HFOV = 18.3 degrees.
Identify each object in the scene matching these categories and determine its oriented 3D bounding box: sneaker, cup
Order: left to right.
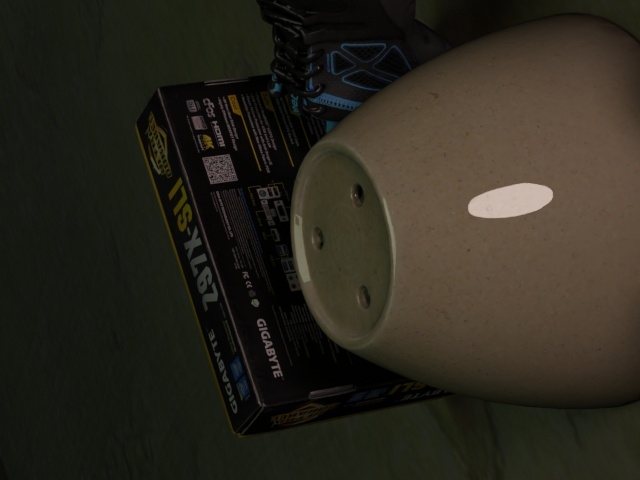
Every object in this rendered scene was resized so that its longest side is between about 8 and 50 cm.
[{"bbox_3d":[0.011,-0.171,1.664,0.139,0.341,0.125,-51,53,-1],"label":"sneaker"},{"bbox_3d":[0.117,-0.011,1.596,0.331,0.237,0.331,23,116,57],"label":"cup"}]

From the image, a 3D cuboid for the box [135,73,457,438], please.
[{"bbox_3d":[0.000,0.000,1.793,0.079,0.257,0.322,-49,55,54],"label":"box"}]
